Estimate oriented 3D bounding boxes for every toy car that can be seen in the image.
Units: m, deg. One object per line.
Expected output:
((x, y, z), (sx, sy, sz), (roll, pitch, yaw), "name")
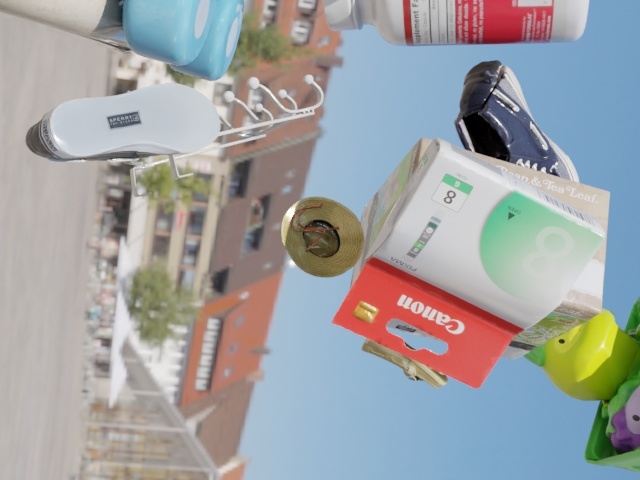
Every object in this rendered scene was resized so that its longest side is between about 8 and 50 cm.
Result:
((-0.150, -0.252, 0.646), (0.210, 0.219, 0.238), (-46, 151, -84), "toy car")

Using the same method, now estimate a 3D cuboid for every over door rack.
((-0.182, -0.202, 1.765), (0.239, 0.324, 0.108), (-13, -75, 62), "over door rack")

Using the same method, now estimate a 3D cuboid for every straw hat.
((0.000, 0.000, 1.652), (0.061, 0.144, 0.145), (118, -24, -72), "straw hat")

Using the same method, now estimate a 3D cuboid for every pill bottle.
((0.213, -0.427, 1.568), (0.229, 0.407, 0.229), (1, 90, -81), "pill bottle")

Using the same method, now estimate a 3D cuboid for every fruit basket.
((0.559, 0.219, 1.771), (0.283, 0.391, 0.392), (130, -35, -67), "fruit basket")

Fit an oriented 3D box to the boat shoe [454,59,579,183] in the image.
((0.338, -0.134, 1.709), (0.127, 0.340, 0.158), (-21, -152, 37), "boat shoe")

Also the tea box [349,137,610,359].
((0.250, 0.026, 1.628), (0.323, 0.328, 0.220), (124, -21, -65), "tea box")

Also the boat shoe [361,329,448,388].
((0.130, 0.189, 1.524), (0.048, 0.153, 0.056), (-60, 152, 7), "boat shoe")

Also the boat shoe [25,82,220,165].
((-0.294, -0.165, 1.484), (0.105, 0.306, 0.113), (-11, -83, 47), "boat shoe")

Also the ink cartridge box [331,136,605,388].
((0.137, 0.037, 0.956), (0.225, 0.181, 0.056), (-61, -172, 20), "ink cartridge box")
